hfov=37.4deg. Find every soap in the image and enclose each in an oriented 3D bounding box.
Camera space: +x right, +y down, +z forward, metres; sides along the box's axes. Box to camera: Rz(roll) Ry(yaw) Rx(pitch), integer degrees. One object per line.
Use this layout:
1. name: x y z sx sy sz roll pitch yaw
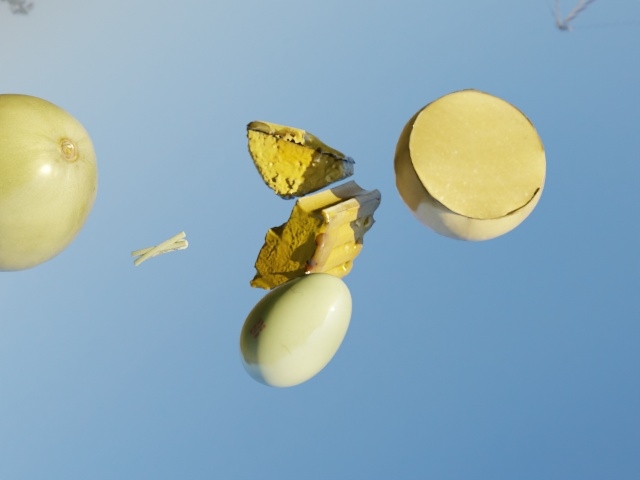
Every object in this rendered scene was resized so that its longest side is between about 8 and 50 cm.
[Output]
1. soap: 0.000 0.000 2.124 0.281 0.143 0.259 -20 141 -58

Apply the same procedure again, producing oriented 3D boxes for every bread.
1. bread: -0.055 -0.181 2.234 0.204 0.262 0.162 -34 147 -76

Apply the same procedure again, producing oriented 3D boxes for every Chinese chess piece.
1. Chinese chess piece: 0.327 -0.165 2.077 0.338 0.338 0.140 -49 175 -23

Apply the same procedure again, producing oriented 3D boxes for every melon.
1. melon: -0.460 -0.085 1.388 0.308 0.272 0.271 -55 -170 42

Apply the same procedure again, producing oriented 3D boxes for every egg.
1. egg: -0.047 0.172 1.843 0.264 0.183 0.183 -46 -155 13

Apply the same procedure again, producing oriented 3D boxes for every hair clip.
1. hair clip: -0.311 0.020 1.847 0.115 0.039 0.030 -19 -113 4
